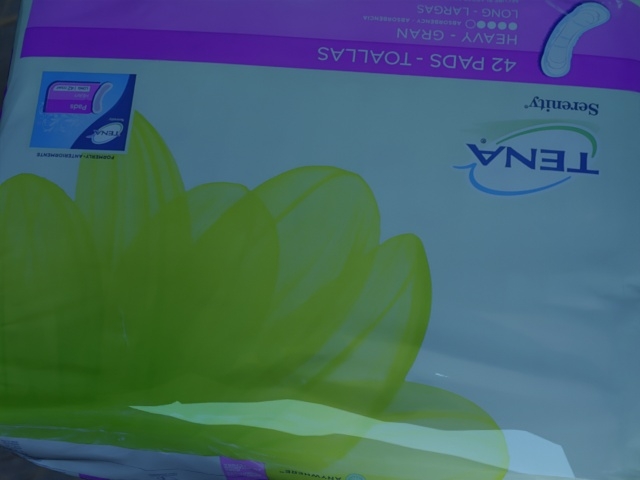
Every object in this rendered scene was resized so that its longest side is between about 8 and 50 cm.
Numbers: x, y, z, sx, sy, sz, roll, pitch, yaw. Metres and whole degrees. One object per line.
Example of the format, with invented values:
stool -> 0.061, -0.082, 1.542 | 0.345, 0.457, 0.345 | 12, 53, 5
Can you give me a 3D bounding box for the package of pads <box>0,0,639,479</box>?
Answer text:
package of pads -> 0.000, 0.000, 0.508 | 0.296, 0.101, 0.229 | 4, 71, 6
